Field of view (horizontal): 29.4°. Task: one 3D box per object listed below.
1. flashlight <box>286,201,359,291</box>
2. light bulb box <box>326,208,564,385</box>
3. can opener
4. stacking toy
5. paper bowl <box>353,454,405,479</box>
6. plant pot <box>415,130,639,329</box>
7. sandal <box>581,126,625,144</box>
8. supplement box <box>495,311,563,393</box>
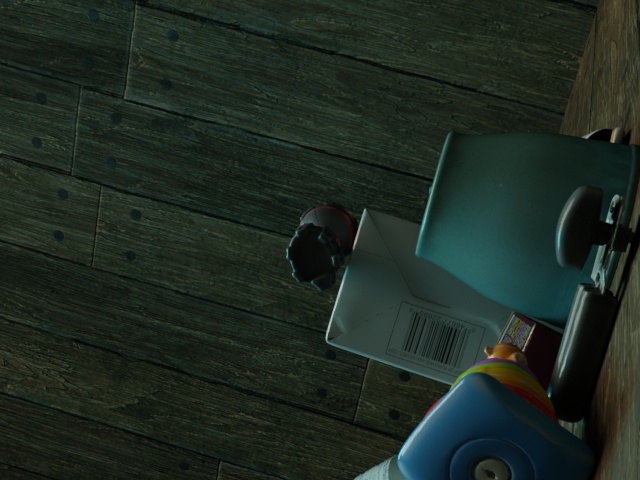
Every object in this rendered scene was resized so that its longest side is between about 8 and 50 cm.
[{"bbox_3d":[0.000,0.000,1.880,0.304,0.103,0.103,-36,-34,-82],"label":"flashlight"},{"bbox_3d":[0.214,0.117,2.015,0.361,0.358,0.225,44,-116,-83],"label":"light bulb box"},{"bbox_3d":[0.309,0.074,1.450,0.074,0.093,0.280,-46,-33,-79],"label":"can opener"},{"bbox_3d":[0.205,0.194,1.411,0.166,0.175,0.302,-54,3,23],"label":"stacking toy"},{"bbox_3d":[0.184,0.505,2.114,0.148,0.284,0.284,-33,8,18],"label":"paper bowl"},{"bbox_3d":[0.272,-0.030,1.672,0.271,0.255,0.272,15,-90,-84],"label":"plant pot"},{"bbox_3d":[0.409,-0.108,1.888,0.265,0.076,0.102,74,-148,-79],"label":"sandal"},{"bbox_3d":[0.290,0.166,1.666,0.188,0.081,0.104,-88,24,-88],"label":"supplement box"}]
